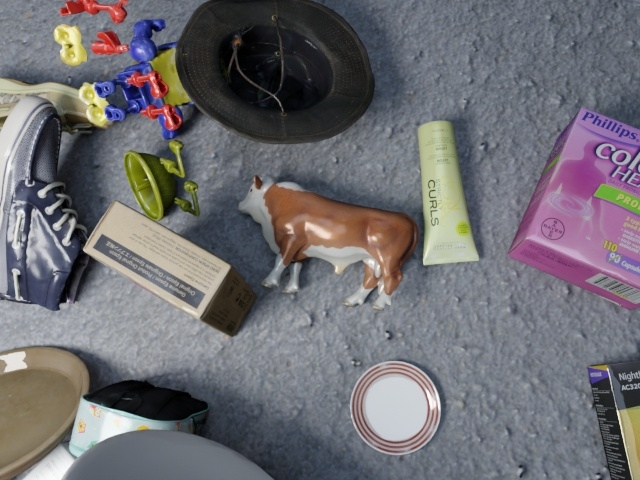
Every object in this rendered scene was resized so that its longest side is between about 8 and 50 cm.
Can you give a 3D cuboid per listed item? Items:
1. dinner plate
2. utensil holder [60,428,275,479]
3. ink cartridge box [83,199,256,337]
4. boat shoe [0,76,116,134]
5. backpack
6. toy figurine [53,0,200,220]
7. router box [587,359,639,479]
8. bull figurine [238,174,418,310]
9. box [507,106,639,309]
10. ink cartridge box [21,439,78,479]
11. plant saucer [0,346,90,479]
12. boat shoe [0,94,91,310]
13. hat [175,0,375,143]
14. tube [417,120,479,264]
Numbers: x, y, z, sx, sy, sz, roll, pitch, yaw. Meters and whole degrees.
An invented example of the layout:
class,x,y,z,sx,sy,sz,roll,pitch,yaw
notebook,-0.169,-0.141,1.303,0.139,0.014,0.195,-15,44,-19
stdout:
class,x,y,z,sx,sy,sz,roll,pitch,yaw
dinner plate,0.117,0.261,0.902,0.141,0.017,0.141,-1,74,3
utensil holder,-0.218,0.462,0.642,0.327,0.327,0.386,30,103,10
ink cartridge box,-0.211,0.053,0.862,0.193,0.235,0.088,27,77,10
boat shoe,-0.491,-0.226,1.028,0.285,0.104,0.090,10,80,16
backpack,-0.267,0.280,0.830,0.165,0.188,0.145,16,76,6
toy figurine,-0.245,-0.239,0.964,0.191,0.363,0.217,1,30,35
router box,0.579,0.287,0.837,0.308,0.081,0.243,-7,75,1
bull figurine,0.000,0.000,0.937,0.310,0.101,0.189,10,80,8
box,0.455,-0.049,0.914,0.213,0.117,0.243,25,78,9
ink cartridge box,-0.399,0.430,0.848,0.158,0.092,0.218,42,83,13
plant saucer,-0.478,0.259,0.845,0.277,0.278,0.041,-5,120,3
boat shoe,-0.440,-0.050,0.937,0.158,0.127,0.341,18,102,2
hat,-0.079,-0.261,0.978,0.330,0.134,0.332,6,63,-12
tube,0.208,-0.080,0.969,0.070,0.062,0.241,-13,76,42
